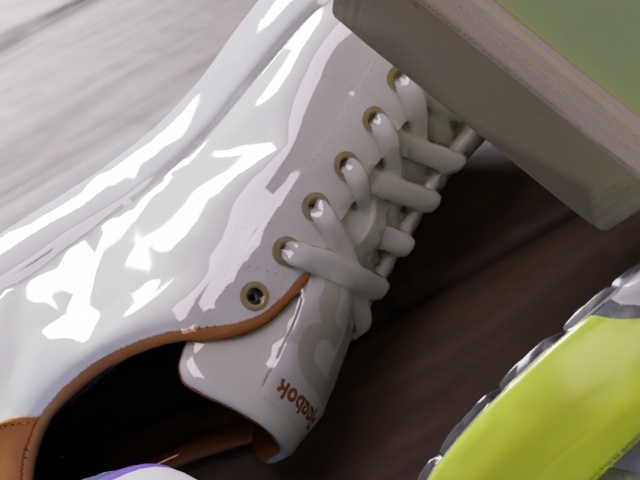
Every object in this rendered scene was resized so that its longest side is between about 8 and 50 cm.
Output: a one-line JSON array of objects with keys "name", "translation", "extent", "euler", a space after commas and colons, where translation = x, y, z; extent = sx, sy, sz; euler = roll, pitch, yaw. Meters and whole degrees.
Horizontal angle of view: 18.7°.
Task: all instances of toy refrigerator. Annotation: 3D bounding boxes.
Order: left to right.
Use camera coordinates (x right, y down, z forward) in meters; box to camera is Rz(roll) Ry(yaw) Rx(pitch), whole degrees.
[{"name": "toy refrigerator", "translation": [0.127, -0.140, 0.513], "extent": [0.102, 0.094, 0.269], "euler": [40, 84, 3]}]

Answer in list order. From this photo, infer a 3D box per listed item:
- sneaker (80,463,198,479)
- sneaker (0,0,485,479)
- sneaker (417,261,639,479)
[{"name": "sneaker", "translation": [-0.198, 0.138, 0.578], "extent": [0.323, 0.130, 0.236], "euler": [-46, 54, -8]}, {"name": "sneaker", "translation": [0.000, 0.000, 0.638], "extent": [0.290, 0.106, 0.123], "euler": [-41, 50, 3]}, {"name": "sneaker", "translation": [0.156, 0.025, 0.499], "extent": [0.300, 0.111, 0.121], "euler": [-52, 59, 23]}]
